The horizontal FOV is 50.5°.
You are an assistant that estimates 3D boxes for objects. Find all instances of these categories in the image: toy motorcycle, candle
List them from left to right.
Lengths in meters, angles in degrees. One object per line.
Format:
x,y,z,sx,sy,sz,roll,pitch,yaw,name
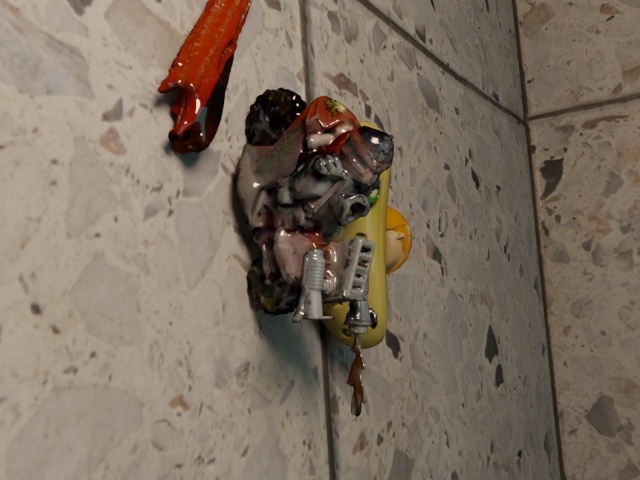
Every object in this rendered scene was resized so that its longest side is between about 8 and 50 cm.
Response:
-0.118,-0.230,0.789,0.084,0.059,0.302,62,37,-51,candle
0.000,0.000,0.789,0.134,0.207,0.401,16,71,-53,toy motorcycle

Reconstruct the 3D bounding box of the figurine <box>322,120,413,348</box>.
0.056,-0.009,0.975,0.222,0.124,0.325,-6,92,-62,figurine
